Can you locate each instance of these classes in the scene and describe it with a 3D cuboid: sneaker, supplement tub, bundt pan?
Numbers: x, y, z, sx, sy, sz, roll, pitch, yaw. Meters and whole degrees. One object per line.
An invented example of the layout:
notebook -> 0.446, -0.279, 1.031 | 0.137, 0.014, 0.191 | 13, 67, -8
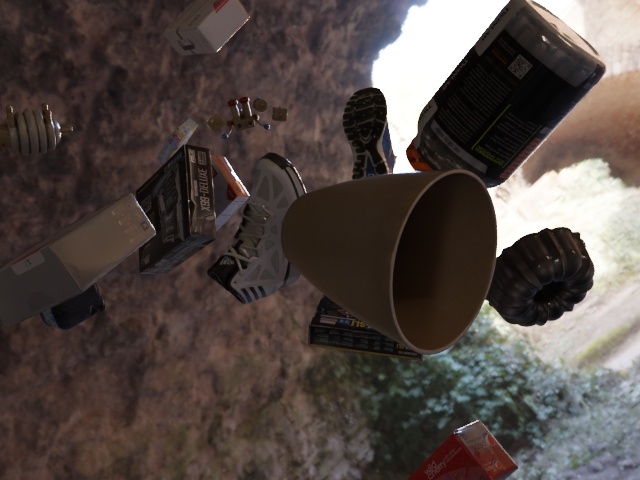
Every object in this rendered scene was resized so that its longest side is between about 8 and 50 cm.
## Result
sneaker -> 0.140, -0.262, 1.913 | 0.129, 0.330, 0.147 | -3, -8, 16
sneaker -> -0.172, -0.001, 1.845 | 0.257, 0.169, 0.448 | -34, -40, -37
supplement tub -> 0.315, -0.239, 1.227 | 0.338, 0.207, 0.207 | -51, -15, 30
bundt pan -> 0.627, 0.122, 1.940 | 0.330, 0.124, 0.331 | -12, -46, -12

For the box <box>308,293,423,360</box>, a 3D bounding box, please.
box -> 0.145, 0.236, 2.006 | 0.257, 0.321, 0.079 | -65, -21, -65

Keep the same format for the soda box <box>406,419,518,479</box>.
soda box -> 0.179, 0.401, 1.068 | 0.083, 0.092, 0.263 | 0, -48, -47

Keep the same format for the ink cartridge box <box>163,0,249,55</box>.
ink cartridge box -> -0.326, -0.610, 1.952 | 0.159, 0.217, 0.092 | -51, -53, -18

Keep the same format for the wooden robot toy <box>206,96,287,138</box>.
wooden robot toy -> -0.162, -0.273, 1.484 | 0.173, 0.076, 0.079 | -15, 19, -9

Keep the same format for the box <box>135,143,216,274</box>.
box -> -0.376, -0.070, 1.767 | 0.076, 0.243, 0.307 | 7, -23, -36

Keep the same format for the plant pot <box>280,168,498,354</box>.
plant pot -> 0.079, 0.008, 1.029 | 0.256, 0.274, 0.257 | -14, -71, -43

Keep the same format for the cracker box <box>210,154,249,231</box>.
cracker box -> -0.331, -0.114, 2.004 | 0.232, 0.156, 0.067 | -43, -19, 25

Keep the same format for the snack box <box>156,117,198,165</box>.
snack box -> -0.436, -0.300, 2.091 | 0.141, 0.037, 0.100 | -40, 12, 49

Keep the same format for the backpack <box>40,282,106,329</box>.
backpack -> -0.510, 0.120, 1.385 | 0.114, 0.084, 0.105 | -42, -49, -46

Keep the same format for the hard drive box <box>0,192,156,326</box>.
hard drive box -> -0.415, 0.028, 1.149 | 0.181, 0.089, 0.232 | -23, 15, 25

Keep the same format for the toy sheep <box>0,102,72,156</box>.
toy sheep -> -0.500, -0.190, 1.199 | 0.132, 0.091, 0.091 | -8, -27, -25
